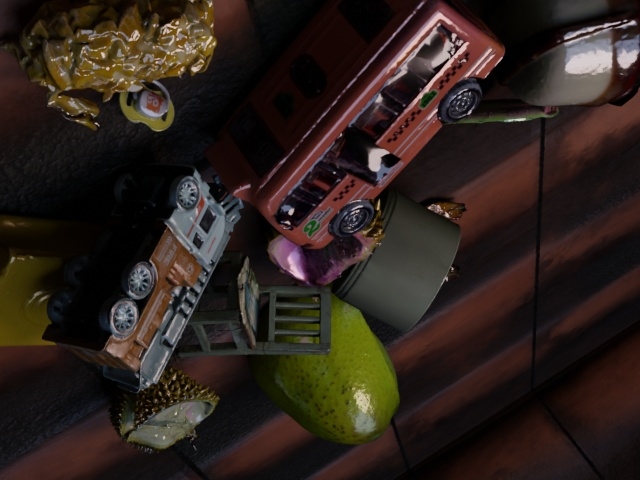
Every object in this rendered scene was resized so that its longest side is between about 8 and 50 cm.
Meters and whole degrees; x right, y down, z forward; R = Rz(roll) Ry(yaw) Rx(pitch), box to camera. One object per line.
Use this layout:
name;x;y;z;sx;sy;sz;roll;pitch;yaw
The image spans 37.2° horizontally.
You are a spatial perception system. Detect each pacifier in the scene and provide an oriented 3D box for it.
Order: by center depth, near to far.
pacifier;-0.240;-0.182;1.285;0.083;0.068;0.064;20;155;-35

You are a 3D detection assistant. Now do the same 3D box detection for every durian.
durian;-0.008;-0.013;1.620;0.187;0.153;0.260;4;154;-43
durian;-0.303;0.314;1.819;0.193;0.138;0.237;-36;149;-9

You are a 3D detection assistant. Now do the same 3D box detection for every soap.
soap;-0.378;0.069;1.440;0.324;0.096;0.204;4;131;-48

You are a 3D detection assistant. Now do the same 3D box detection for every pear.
pear;0.017;0.284;1.930;0.239;0.318;0.342;-29;148;-19

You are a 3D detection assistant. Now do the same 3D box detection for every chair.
chair;-0.121;0.107;1.601;0.271;0.136;0.147;-1;147;5

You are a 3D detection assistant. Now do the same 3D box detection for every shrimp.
shrimp;0.238;0.006;1.997;0.222;0.054;0.290;-47;140;19

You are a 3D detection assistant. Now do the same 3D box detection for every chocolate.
chocolate;0.366;-0.329;1.496;0.186;0.283;0.283;-14;147;-5

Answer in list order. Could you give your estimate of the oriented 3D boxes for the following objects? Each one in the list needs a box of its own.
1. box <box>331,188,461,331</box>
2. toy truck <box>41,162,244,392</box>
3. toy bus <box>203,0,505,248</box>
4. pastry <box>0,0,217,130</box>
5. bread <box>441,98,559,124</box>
box;0.137;0.035;1.744;0.226;0.149;0.226;-61;-175;9
toy truck;-0.236;0.036;1.364;0.184;0.133;0.338;52;53;-45
toy bus;0.041;-0.197;1.386;0.427;0.203;0.233;-47;143;18
pastry;-0.247;-0.231;1.145;0.250;0.102;0.154;-23;149;-25
bread;0.288;-0.222;1.614;0.229;0.228;0.033;-12;105;-34
